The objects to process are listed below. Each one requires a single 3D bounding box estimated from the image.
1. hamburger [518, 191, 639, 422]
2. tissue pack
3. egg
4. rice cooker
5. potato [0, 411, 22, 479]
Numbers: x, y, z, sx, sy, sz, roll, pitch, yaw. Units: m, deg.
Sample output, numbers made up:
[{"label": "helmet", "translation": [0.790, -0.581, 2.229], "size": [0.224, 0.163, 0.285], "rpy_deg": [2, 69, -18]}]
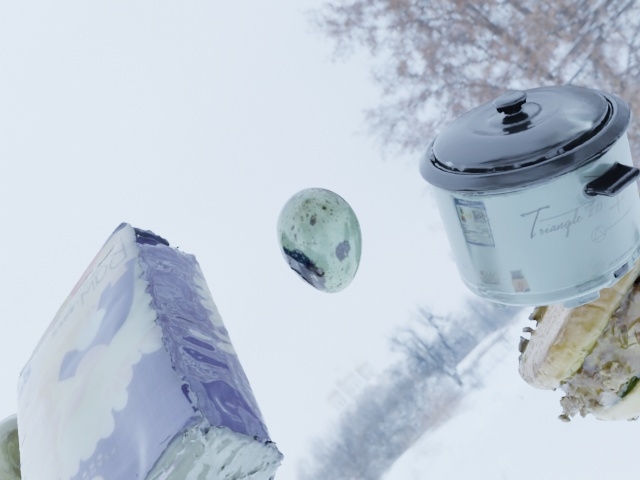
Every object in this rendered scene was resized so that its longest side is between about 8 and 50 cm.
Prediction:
[{"label": "hamburger", "translation": [0.522, 0.169, 1.495], "size": [0.287, 0.268, 0.445], "rpy_deg": [-59, -8, -56]}, {"label": "tissue pack", "translation": [-0.184, 0.162, 0.818], "size": [0.125, 0.344, 0.242], "rpy_deg": [28, -75, -34]}, {"label": "egg", "translation": [0.000, 0.000, 0.857], "size": [0.085, 0.110, 0.085], "rpy_deg": [-13, -6, -1]}, {"label": "rice cooker", "translation": [0.247, -0.064, 0.985], "size": [0.241, 0.227, 0.280], "rpy_deg": [-32, 26, -20]}, {"label": "potato", "translation": [-0.367, 0.357, 1.320], "size": [0.218, 0.351, 0.202], "rpy_deg": [61, -149, -54]}]
